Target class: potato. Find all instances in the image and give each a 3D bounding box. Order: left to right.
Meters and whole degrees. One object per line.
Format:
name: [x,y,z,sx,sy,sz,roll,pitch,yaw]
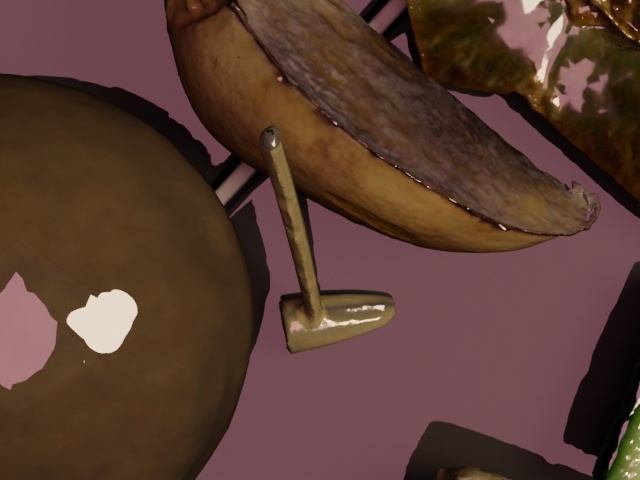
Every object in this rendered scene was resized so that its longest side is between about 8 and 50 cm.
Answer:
potato: [-0.003,-0.052,0.935,0.261,0.120,0.100,42,125,0]

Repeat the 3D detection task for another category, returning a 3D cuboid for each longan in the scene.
longan: [-0.153,0.046,0.905,0.248,0.248,0.248,0,94,-1]

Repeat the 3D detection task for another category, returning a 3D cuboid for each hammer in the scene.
hammer: [0.000,0.000,0.922,0.060,0.195,0.028,-12,61,1]

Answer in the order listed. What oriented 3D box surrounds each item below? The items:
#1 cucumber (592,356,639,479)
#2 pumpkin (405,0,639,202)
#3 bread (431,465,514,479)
cucumber: [0.207,0.084,0.986,0.116,0.062,0.115,21,95,-10]
pumpkin: [0.161,-0.164,0.951,0.290,0.095,0.258,35,105,6]
bread: [0.100,0.200,0.956,0.141,0.134,0.148,21,83,-3]
